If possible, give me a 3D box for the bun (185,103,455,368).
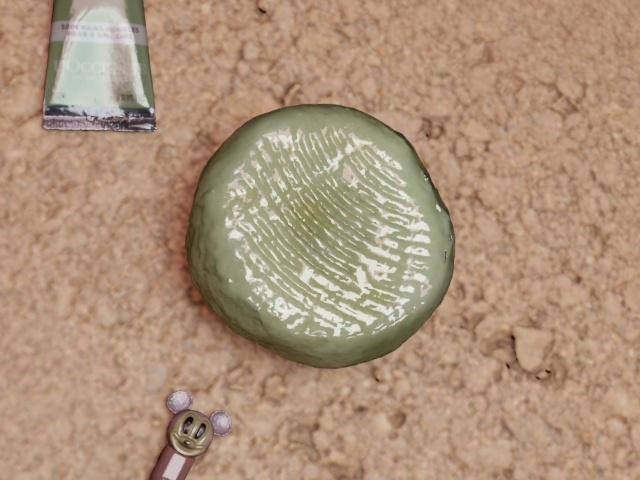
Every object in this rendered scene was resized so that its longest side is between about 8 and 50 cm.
[{"bbox_3d":[0.000,0.000,0.718,0.195,0.118,0.195,2,74,-8],"label":"bun"}]

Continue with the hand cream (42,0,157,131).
[{"bbox_3d":[-0.172,-0.201,0.761,0.086,0.055,0.235,0,83,-13],"label":"hand cream"}]

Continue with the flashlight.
[{"bbox_3d":[-0.106,0.163,0.690,0.052,0.031,0.110,29,70,-7],"label":"flashlight"}]
